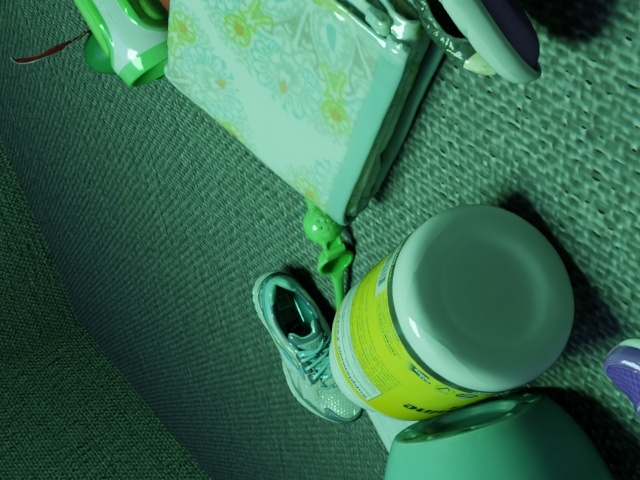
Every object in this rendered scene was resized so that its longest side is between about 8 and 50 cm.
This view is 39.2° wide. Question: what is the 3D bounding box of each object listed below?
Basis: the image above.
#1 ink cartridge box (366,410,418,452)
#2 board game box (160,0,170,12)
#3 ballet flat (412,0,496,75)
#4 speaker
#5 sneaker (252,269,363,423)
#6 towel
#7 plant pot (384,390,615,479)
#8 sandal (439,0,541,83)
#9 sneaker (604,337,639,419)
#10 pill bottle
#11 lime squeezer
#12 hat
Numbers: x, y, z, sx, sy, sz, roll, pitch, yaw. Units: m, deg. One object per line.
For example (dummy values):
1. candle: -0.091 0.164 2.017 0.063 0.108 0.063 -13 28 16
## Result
1. ink cartridge box: 0.138 0.256 1.343 0.223 0.045 0.224 62 155 -10
2. board game box: -0.150 -0.336 1.162 0.145 0.027 0.281 52 159 -21
3. ballet flat: 0.110 -0.221 0.796 0.173 0.057 0.049 58 172 4
4. speaker: -0.314 -0.382 1.332 0.297 0.131 0.131 59 156 -4
5. sneaker: -0.021 0.177 1.445 0.283 0.110 0.122 57 170 0
6. towel: -0.034 -0.214 1.010 0.320 0.090 0.374 43 150 13
7. plant pot: 0.202 0.308 1.012 0.293 0.293 0.235 -23 84 66
8. sandal: 0.081 -0.313 0.680 0.102 0.169 0.416 -28 95 26
9. sneaker: 0.337 0.194 0.807 0.236 0.104 0.095 49 166 22
10. pill bottle: 0.122 0.100 1.010 0.188 0.188 0.334 55 157 7
11. lime squeezer: 0.000 0.000 1.284 0.110 0.059 0.310 24 140 51
12. hat: -0.375 -0.303 1.473 0.173 0.183 0.208 58 156 -2
